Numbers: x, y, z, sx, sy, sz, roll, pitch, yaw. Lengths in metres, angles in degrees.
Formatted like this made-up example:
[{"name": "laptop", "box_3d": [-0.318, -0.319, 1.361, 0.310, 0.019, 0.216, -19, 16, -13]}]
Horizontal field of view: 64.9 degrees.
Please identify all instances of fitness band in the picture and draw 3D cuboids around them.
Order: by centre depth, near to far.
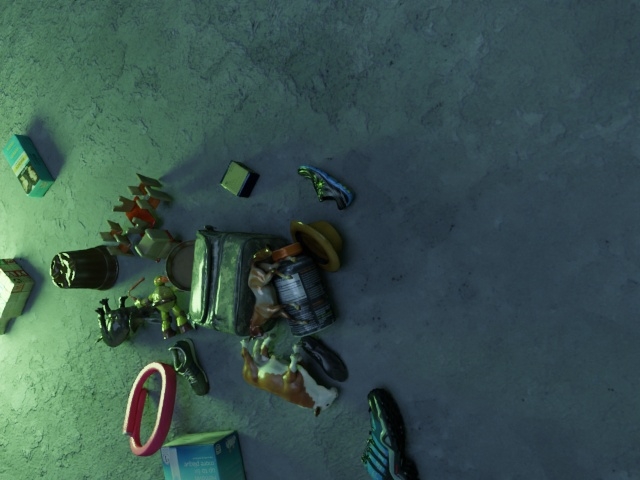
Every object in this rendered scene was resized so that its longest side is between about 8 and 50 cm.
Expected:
[{"name": "fitness band", "box_3d": [-0.552, 0.540, 1.626, 0.209, 0.054, 0.290, -23, 54, 36]}]

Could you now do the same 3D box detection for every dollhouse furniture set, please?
[{"name": "dollhouse furniture set", "box_3d": [-0.578, -0.045, 1.675, 0.259, 0.135, 0.262, 47, 108, 30]}]

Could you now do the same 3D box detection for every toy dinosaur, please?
[{"name": "toy dinosaur", "box_3d": [-0.701, 0.292, 1.716, 0.313, 0.121, 0.160, -39, 68, 17]}]

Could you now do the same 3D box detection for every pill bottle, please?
[{"name": "pill bottle", "box_3d": [-0.056, 0.131, 1.390, 0.130, 0.130, 0.245, -20, 90, 24]}]

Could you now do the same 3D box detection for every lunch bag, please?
[{"name": "lunch bag", "box_3d": [-0.264, 0.118, 1.469, 0.256, 0.213, 0.305, 9, 95, 35]}]

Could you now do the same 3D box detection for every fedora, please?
[{"name": "fedora", "box_3d": [0.000, 0.000, 1.393, 0.194, 0.194, 0.079, 40, 66, 20]}]

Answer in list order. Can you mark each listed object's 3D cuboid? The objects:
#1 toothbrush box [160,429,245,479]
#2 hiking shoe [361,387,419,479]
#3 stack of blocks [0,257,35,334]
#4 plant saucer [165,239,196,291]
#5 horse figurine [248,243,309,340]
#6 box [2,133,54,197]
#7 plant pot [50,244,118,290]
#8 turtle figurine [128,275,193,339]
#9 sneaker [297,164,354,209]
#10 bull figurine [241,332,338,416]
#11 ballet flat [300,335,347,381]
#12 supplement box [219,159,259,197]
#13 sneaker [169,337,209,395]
[{"name": "toothbrush box", "box_3d": [-0.350, 0.757, 1.548, 0.216, 0.126, 0.295, -13, 86, 25]}, {"name": "hiking shoe", "box_3d": [0.157, 0.545, 1.317, 0.132, 0.113, 0.304, -18, 83, 23]}, {"name": "stack of blocks", "box_3d": [-1.274, 0.240, 1.999, 0.171, 0.087, 0.297, 36, 104, 20]}, {"name": "plant saucer", "box_3d": [-0.404, 0.081, 1.593, 0.169, 0.029, 0.168, 0, 76, -2]}, {"name": "horse figurine", "box_3d": [-0.131, 0.133, 1.322, 0.175, 0.066, 0.263, -6, 101, 30]}, {"name": "box", "box_3d": [-1.134, -0.289, 1.949, 0.100, 0.060, 0.244, -43, 73, 19]}, {"name": "plant pot", "box_3d": [-0.827, 0.099, 1.748, 0.167, 0.165, 0.166, 0, 89, 26]}, {"name": "turtle figurine", "box_3d": [-0.480, 0.196, 1.620, 0.270, 0.087, 0.217, -21, 90, 4]}, {"name": "sneaker", "box_3d": [0.005, -0.151, 1.413, 0.188, 0.067, 0.078, 37, 99, 18]}, {"name": "bull figurine", "box_3d": [-0.099, 0.378, 1.430, 0.311, 0.101, 0.188, 7, 109, 28]}, {"name": "ballet flat", "box_3d": [0.012, 0.333, 1.432, 0.057, 0.049, 0.173, -45, 77, -6]}, {"name": "supplement box", "box_3d": [-0.247, -0.187, 1.537, 0.083, 0.056, 0.083, 34, 104, 21]}, {"name": "sneaker", "box_3d": [-0.428, 0.411, 1.605, 0.064, 0.086, 0.192, -27, 79, 23]}]
